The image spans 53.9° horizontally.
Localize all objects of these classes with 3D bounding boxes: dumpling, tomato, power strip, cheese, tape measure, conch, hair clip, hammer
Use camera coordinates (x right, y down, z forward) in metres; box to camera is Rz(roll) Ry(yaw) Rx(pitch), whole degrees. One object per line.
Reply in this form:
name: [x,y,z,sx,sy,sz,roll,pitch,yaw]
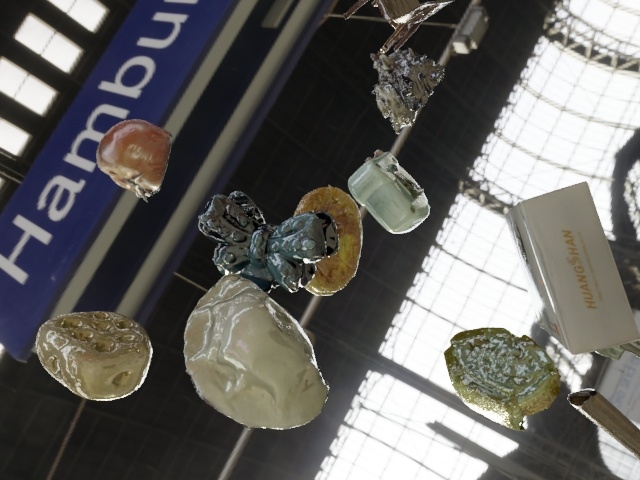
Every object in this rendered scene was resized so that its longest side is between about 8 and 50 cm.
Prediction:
dumpling: [-0.101,0.163,0.891,0.173,0.247,0.142,-36,-20,-17]
tomato: [-0.459,-0.204,1.523,0.155,0.214,0.180,18,-105,-23]
power strip: [0.598,0.193,1.400,0.092,0.251,0.257,-58,-22,15]
cheese: [-0.442,0.220,1.237,0.218,0.235,0.117,15,-79,-6]
tape measure: [0.199,-0.141,1.754,0.125,0.246,0.243,-45,-4,25]
conch: [0.235,-0.433,1.824,0.186,0.313,0.240,0,-89,-24]
hair clip: [-0.119,0.013,1.418,0.194,0.310,0.206,-15,-62,-68]
hammer: [0.718,0.458,1.362,0.095,0.409,0.242,-46,-3,-34]

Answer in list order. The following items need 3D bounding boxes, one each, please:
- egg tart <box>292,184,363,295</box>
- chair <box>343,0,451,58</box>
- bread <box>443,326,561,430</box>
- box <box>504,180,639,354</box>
egg tart: [0.000,0.000,2.003,0.352,0.150,0.351,-5,-83,-47]
chair: [0.253,-0.712,1.892,0.176,0.326,0.183,-34,-86,-38]
bread: [0.384,0.291,1.378,0.185,0.257,0.124,-57,-44,-23]
box: [0.251,0.026,0.660,0.233,0.067,0.149,2,-111,-78]
